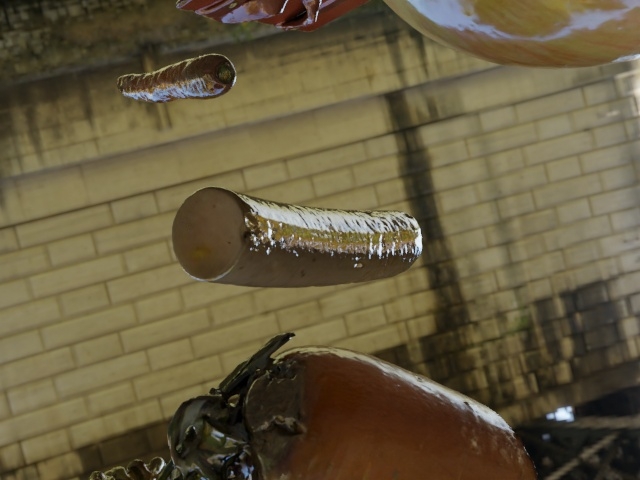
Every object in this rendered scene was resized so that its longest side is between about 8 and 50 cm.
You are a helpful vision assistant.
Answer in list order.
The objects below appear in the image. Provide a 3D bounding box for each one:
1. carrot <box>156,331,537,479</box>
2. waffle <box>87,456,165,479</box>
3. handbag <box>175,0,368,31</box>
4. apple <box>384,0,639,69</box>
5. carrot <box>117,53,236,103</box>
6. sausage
[{"bbox_3d":[0.014,0.195,0.888,0.331,0.193,0.214,18,-165,-24],"label":"carrot"},{"bbox_3d":[-0.165,0.302,0.946,0.038,0.191,0.191,-40,169,30],"label":"waffle"},{"bbox_3d":[0.034,-0.151,0.410,0.190,0.062,0.127,-21,177,26],"label":"handbag"},{"bbox_3d":[0.198,-0.324,0.744,0.347,0.391,0.391,-21,-174,-29],"label":"apple"},{"bbox_3d":[-0.159,-0.170,1.038,0.047,0.047,0.191,-17,-167,-41],"label":"carrot"},{"bbox_3d":[-0.001,0.001,0.696,0.066,0.065,0.301,-13,172,28],"label":"sausage"}]
